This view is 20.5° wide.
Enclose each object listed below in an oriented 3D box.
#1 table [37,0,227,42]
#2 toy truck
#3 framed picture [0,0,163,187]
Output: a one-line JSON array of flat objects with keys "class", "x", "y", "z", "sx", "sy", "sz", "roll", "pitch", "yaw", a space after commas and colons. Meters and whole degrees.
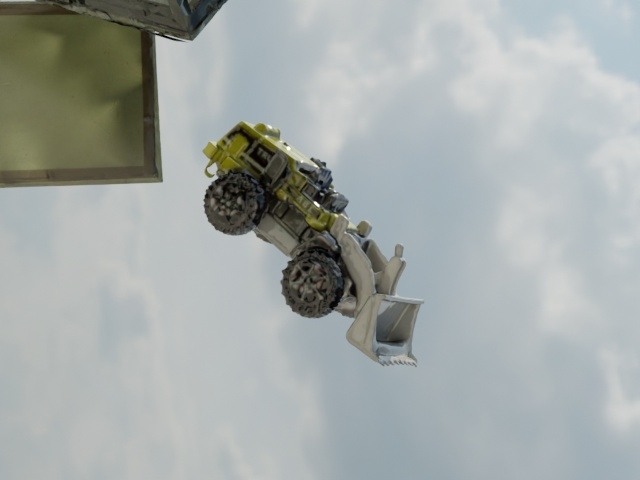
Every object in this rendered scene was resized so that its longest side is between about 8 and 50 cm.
[{"class": "table", "x": -0.129, "y": -0.383, "z": 1.386, "sx": 0.222, "sy": 0.335, "sz": 0.272, "roll": 18, "pitch": -34, "yaw": 30}, {"class": "toy truck", "x": 0.000, "y": 0.000, "z": 1.691, "sx": 0.286, "sy": 0.111, "sz": 0.136, "roll": 45, "pitch": 14, "yaw": 20}, {"class": "framed picture", "x": -0.257, "y": -0.130, "z": 1.565, "sx": 0.010, "sy": 0.231, "sz": 0.173, "roll": 139, "pitch": -51, "yaw": -77}]
